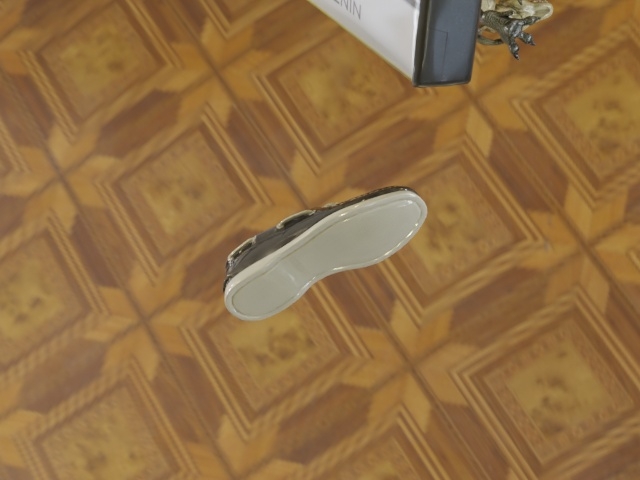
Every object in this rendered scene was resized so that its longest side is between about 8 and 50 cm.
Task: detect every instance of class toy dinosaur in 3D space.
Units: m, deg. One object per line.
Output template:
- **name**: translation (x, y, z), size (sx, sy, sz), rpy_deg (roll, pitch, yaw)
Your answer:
- **toy dinosaur**: translation (0.098, -0.195, 1.150), size (0.118, 0.268, 0.064), rpy_deg (30, 97, 51)

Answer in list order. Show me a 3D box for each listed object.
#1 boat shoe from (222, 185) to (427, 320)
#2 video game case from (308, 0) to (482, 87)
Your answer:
- **boat shoe**: translation (0.000, 0.000, 0.833), size (0.125, 0.046, 0.038), rpy_deg (-32, 40, 17)
- **video game case**: translation (0.019, -0.247, 0.756), size (0.035, 0.274, 0.248), rpy_deg (-8, 30, -24)
